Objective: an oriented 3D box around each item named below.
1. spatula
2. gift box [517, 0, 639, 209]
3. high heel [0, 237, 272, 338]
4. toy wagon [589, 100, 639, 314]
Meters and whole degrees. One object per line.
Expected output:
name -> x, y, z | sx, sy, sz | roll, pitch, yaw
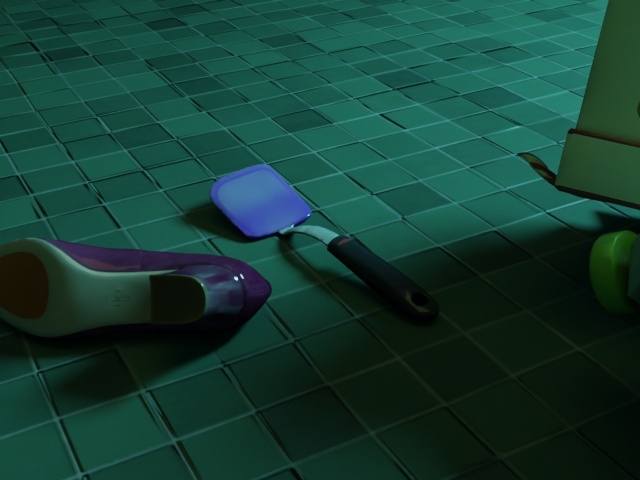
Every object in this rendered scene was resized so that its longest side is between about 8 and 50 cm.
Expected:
spatula -> 0.000, 0.000, 0.820 | 0.084, 0.030, 0.296 | -23, 36, -31
gift box -> 0.325, -0.111, 0.723 | 0.276, 0.258, 0.255 | 16, 9, 29
high heel -> -0.165, 0.037, 0.746 | 0.244, 0.082, 0.117 | -3, -1, 24
toy wagon -> 0.294, 0.015, 0.515 | 0.267, 0.344, 0.068 | -14, 58, 47
